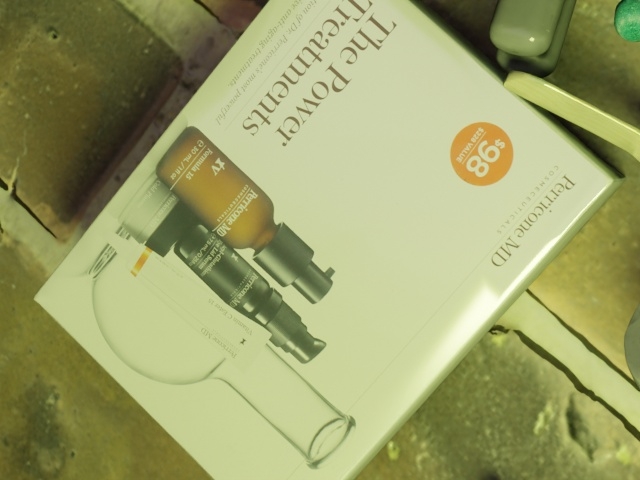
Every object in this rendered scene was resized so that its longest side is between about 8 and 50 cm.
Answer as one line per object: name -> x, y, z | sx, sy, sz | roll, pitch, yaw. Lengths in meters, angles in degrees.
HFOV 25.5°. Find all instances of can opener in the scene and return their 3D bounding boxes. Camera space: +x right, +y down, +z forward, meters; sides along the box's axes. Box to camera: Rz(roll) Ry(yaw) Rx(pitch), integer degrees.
can opener -> 0.207, -0.250, 1.030 | 0.095, 0.076, 0.283 | 14, 75, 19

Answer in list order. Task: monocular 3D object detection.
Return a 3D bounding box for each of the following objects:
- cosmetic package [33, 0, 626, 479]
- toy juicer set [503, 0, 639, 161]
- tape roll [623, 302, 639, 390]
cosmetic package -> 0.000, 0.000, 1.089 | 0.284, 0.097, 0.377 | 42, 104, 9
toy juicer set -> 0.306, -0.120, 0.918 | 0.329, 0.209, 0.089 | -26, 32, 49
tape roll -> 0.302, 0.056, 0.875 | 0.219, 0.219, 0.072 | -22, 111, 25
